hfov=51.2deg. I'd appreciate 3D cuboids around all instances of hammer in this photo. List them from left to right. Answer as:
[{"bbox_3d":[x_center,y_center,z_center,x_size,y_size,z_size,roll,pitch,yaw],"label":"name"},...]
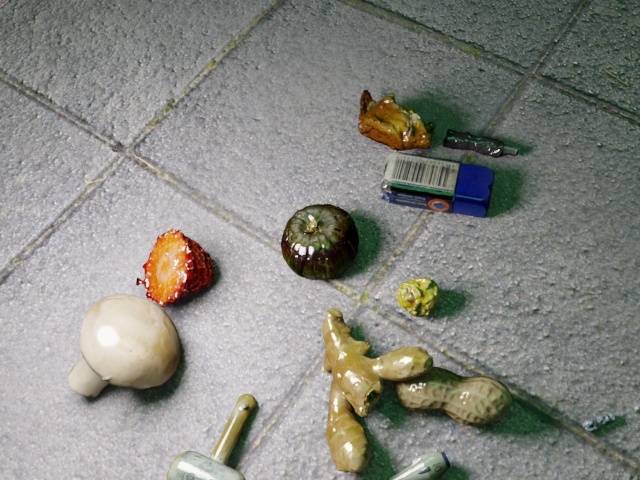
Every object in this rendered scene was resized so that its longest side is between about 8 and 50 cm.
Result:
[{"bbox_3d":[-0.243,0.529,1.715,0.201,0.113,0.306,20,56,14],"label":"hammer"}]

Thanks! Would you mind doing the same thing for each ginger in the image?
[{"bbox_3d":[0.081,0.377,1.739,0.348,0.122,0.363,30,93,48],"label":"ginger"}]

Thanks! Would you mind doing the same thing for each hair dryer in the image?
[{"bbox_3d":[0.250,0.629,1.632,0.167,0.067,0.199,-13,74,9],"label":"hair dryer"}]

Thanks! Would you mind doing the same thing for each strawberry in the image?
[{"bbox_3d":[-0.397,0.092,1.938,0.233,0.178,0.234,-14,69,40],"label":"strawberry"}]

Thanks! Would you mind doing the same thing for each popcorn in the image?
[{"bbox_3d":[0.271,0.158,1.849,0.120,0.116,0.107,-2,78,5],"label":"popcorn"}]

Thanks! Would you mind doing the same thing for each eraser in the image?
[{"bbox_3d":[0.353,-0.173,2.036,0.331,0.102,0.155,11,61,11],"label":"eraser"}]

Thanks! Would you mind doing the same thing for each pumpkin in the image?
[{"bbox_3d":[-0.001,-0.001,1.943,0.237,0.159,0.238,-5,61,9],"label":"pumpkin"}]

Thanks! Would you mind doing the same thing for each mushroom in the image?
[{"bbox_3d":[-0.539,0.307,1.810,0.290,0.292,0.293,-49,60,21],"label":"mushroom"}]

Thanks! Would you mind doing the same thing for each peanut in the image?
[{"bbox_3d":[0.332,0.396,1.701,0.298,0.120,0.136,8,104,16],"label":"peanut"}]

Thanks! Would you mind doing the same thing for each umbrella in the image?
[{"bbox_3d":[0.508,-0.301,2.116,0.235,0.059,0.066,16,85,13],"label":"umbrella"}]

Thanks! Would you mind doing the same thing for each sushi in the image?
[{"bbox_3d":[0.241,-0.376,2.127,0.179,0.167,0.296,-45,37,-13],"label":"sushi"}]

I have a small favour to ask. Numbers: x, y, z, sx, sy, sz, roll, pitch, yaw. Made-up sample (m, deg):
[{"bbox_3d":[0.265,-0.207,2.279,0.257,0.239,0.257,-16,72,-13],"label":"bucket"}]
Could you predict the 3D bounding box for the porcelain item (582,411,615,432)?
[{"bbox_3d":[0.697,0.456,1.676,0.083,0.036,0.028,-16,28,-8],"label":"porcelain item"}]
